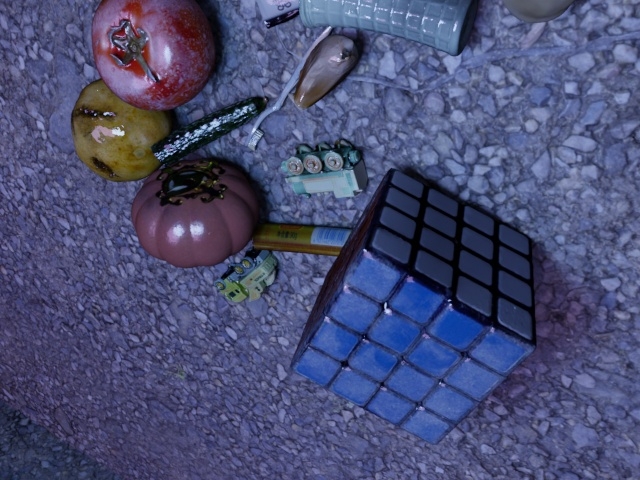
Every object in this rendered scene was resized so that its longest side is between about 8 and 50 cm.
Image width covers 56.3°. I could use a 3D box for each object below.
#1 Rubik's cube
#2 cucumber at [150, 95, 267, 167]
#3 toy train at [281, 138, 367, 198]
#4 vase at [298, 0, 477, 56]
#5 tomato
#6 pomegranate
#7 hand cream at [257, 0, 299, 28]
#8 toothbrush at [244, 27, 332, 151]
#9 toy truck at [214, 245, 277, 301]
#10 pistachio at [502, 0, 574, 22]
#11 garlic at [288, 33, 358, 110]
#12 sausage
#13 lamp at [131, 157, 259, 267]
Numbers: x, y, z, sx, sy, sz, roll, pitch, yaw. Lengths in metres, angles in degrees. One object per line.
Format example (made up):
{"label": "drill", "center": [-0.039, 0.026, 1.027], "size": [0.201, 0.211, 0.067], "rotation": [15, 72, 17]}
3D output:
{"label": "Rubik's cube", "center": [0.183, 0.124, 1.178], "size": [0.337, 0.344, 0.344], "rotation": [29, 126, -3]}
{"label": "cucumber", "center": [-0.253, -0.261, 1.383], "size": [0.293, 0.067, 0.067], "rotation": [-27, 102, 4]}
{"label": "toy train", "center": [0.006, -0.153, 1.339], "size": [0.194, 0.081, 0.125], "rotation": [-4, 118, 31]}
{"label": "vase", "center": [0.123, -0.424, 1.079], "size": [0.299, 0.143, 0.143], "rotation": [20, 125, 17]}
{"label": "tomato", "center": [-0.357, -0.419, 1.308], "size": [0.270, 0.227, 0.270], "rotation": [5, 106, 16]}
{"label": "pomegranate", "center": [-0.489, -0.273, 1.473], "size": [0.260, 0.260, 0.260], "rotation": [15, 123, 24]}
{"label": "hand cream", "center": [-0.121, -0.589, 1.157], "size": [0.121, 0.076, 0.336], "rotation": [-7, 123, 29]}
{"label": "toothbrush", "center": [-0.076, -0.330, 1.318], "size": [0.037, 0.028, 0.375], "rotation": [37, 130, -6]}
{"label": "toy truck", "center": [-0.185, 0.096, 1.591], "size": [0.116, 0.085, 0.191], "rotation": [46, 128, -9]}
{"label": "pistachio", "center": [0.338, -0.479, 0.890], "size": [0.197, 0.166, 0.288], "rotation": [12, 122, 8]}
{"label": "garlic", "center": [0.019, -0.342, 1.177], "size": [0.090, 0.128, 0.198], "rotation": [40, 149, -18]}
{"label": "sausage", "center": [0.000, 0.000, 1.429], "size": [0.371, 0.082, 0.082], "rotation": [4, 118, 28]}
{"label": "lamp", "center": [-0.296, -0.054, 1.439], "size": [0.305, 0.305, 0.240], "rotation": [19, 135, 21]}
